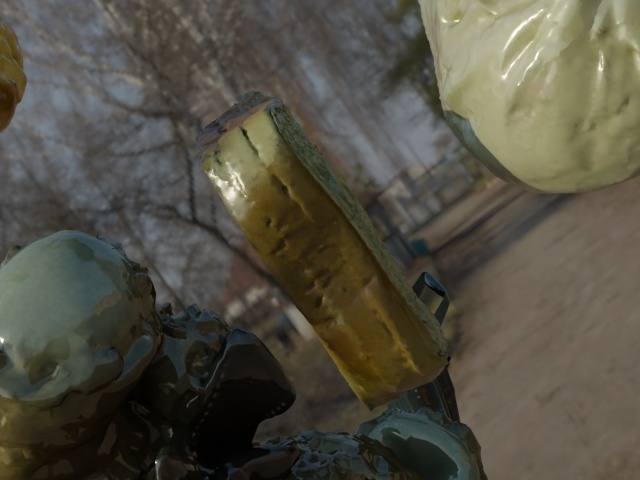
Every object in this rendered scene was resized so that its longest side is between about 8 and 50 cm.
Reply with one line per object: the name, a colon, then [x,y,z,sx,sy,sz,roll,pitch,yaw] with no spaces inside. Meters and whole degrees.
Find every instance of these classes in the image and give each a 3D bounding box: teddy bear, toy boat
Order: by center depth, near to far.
teddy bear: [-0.042,0.150,0.494,0.156,0.256,0.267,153,129,-73]
toy boat: [0.100,0.130,1.210,0.103,0.246,0.093,-26,26,-7]

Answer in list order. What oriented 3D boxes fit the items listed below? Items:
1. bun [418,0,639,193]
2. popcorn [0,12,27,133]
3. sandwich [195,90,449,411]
bun: [0.213,-0.209,0.903,0.361,0.361,0.213,-37,-20,24]
popcorn: [-0.327,-0.132,0.956,0.180,0.170,0.180,1,-10,0]
sandwich: [0.001,0.000,0.955,0.087,0.251,0.226,-35,11,6]
